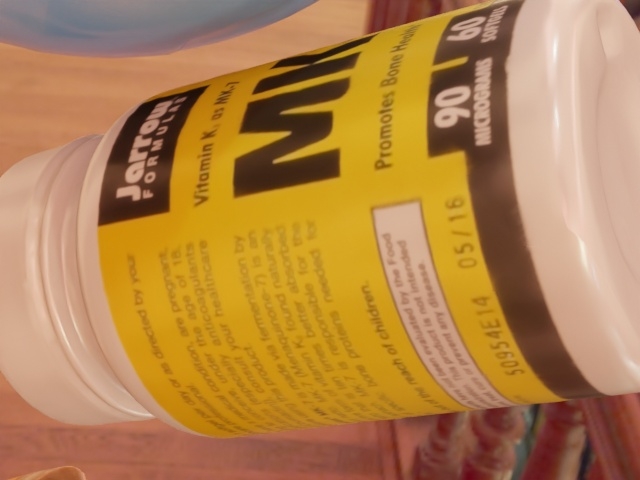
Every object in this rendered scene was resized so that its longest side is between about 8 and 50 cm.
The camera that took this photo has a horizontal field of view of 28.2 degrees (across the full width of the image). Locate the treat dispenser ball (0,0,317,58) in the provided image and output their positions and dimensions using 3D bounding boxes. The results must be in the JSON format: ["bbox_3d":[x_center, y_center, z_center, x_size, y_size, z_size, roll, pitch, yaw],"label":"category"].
[{"bbox_3d":[-0.074,-0.208,0.440,0.288,0.288,0.288,6,32,-4],"label":"treat dispenser ball"}]

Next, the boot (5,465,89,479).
[{"bbox_3d":[-0.264,0.222,0.878,0.197,0.152,0.073,-16,81,-45],"label":"boot"}]

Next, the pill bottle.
[{"bbox_3d":[0.000,0.000,0.403,0.208,0.119,0.119,-11,22,28],"label":"pill bottle"}]
